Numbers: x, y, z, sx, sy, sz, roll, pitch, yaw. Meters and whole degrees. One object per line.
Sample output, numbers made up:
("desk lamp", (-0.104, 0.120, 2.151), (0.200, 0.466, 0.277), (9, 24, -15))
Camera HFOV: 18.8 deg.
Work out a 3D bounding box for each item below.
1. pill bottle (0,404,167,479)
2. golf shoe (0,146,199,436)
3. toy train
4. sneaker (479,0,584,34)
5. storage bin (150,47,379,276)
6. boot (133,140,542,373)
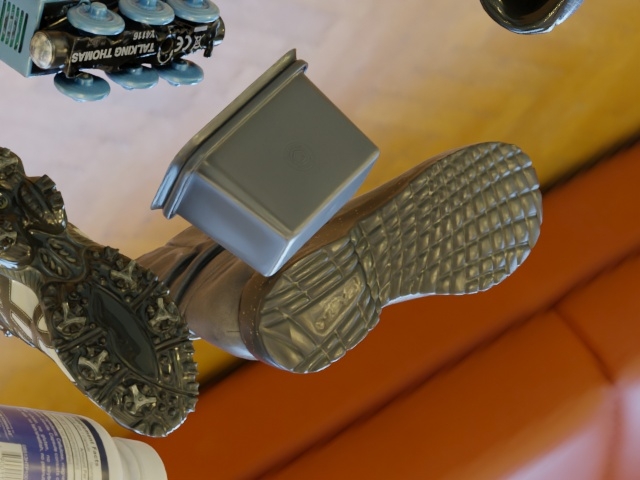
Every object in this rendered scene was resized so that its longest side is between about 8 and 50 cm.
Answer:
("pill bottle", (-0.206, 0.176, 1.378), (0.186, 0.112, 0.112), (14, 121, -44))
("golf shoe", (-0.144, 0.035, 1.110), (0.077, 0.198, 0.094), (-35, 171, -25))
("toy train", (-0.157, -0.161, 1.445), (0.184, 0.105, 0.080), (-15, 131, -46))
("sneaker", (0.092, -0.214, 0.940), (0.147, 0.130, 0.330), (-62, 148, -19))
("storage bin", (-0.032, -0.041, 1.263), (0.135, 0.091, 0.098), (-44, 172, -37))
("boot", (0.000, 0.000, 1.537), (0.338, 0.223, 0.118), (-21, 106, -39))
